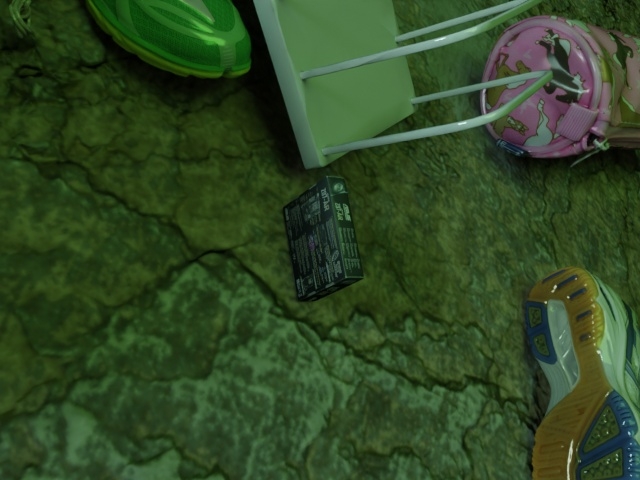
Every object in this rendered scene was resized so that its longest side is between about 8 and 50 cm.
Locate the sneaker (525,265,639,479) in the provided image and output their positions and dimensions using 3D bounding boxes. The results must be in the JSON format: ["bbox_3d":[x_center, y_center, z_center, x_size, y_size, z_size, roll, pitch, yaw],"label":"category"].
[{"bbox_3d":[0.282,0.170,0.602,0.131,0.112,0.296,25,58,-27],"label":"sneaker"}]

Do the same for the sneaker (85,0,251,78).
[{"bbox_3d":[-0.135,-0.257,0.473,0.109,0.124,0.295,-25,87,-41],"label":"sneaker"}]

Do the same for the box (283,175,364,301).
[{"bbox_3d":[0.000,0.000,0.496,0.018,0.067,0.083,3,68,-36],"label":"box"}]

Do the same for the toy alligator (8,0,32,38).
[{"bbox_3d":[-0.204,-0.229,0.442,0.051,0.056,0.189,-15,77,-9],"label":"toy alligator"}]

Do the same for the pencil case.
[{"bbox_3d":[0.374,-0.180,0.796,0.386,0.160,0.167,-8,100,-39],"label":"pencil case"}]

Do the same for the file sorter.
[{"bbox_3d":[0.065,-0.226,0.505,0.193,0.173,0.277,-37,116,-47],"label":"file sorter"}]
